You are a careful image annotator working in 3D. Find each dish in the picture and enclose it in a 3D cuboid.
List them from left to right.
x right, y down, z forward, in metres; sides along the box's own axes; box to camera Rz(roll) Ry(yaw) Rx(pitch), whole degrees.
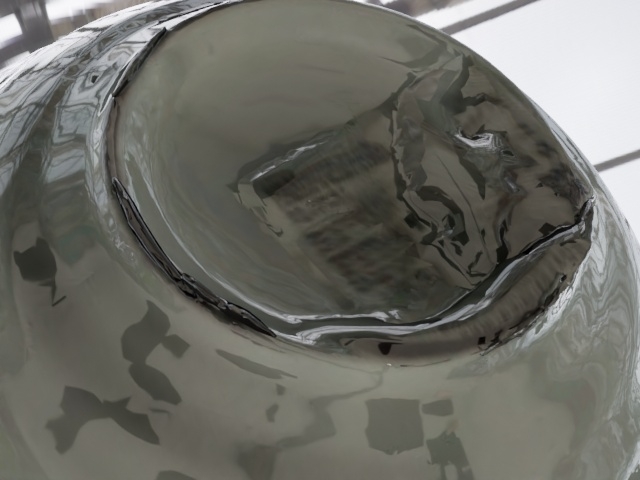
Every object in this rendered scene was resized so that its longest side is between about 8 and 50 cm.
[{"bbox_3d":[0.000,0.000,0.661,0.316,0.106,0.316,8,-131,-10],"label":"dish"}]
